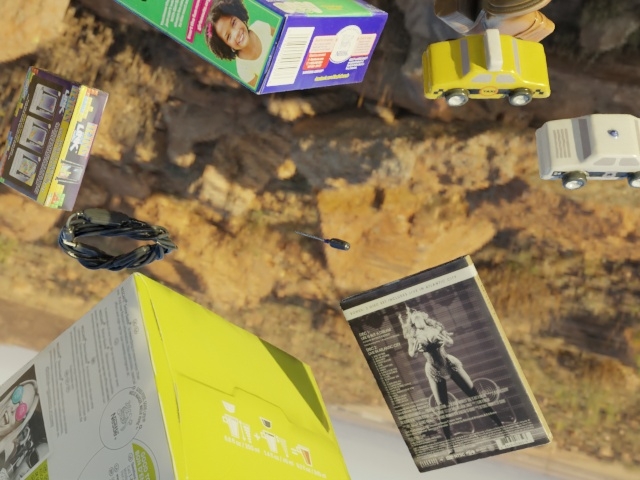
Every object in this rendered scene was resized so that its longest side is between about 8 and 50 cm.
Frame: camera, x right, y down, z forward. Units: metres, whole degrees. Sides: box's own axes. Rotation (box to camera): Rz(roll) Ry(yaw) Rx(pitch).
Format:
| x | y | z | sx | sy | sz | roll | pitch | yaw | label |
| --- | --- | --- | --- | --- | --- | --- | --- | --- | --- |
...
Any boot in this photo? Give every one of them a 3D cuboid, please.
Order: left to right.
| x | y | z | sx | sy | sz | roll | pitch | yaw | label |
| --- | --- | --- | --- | --- | --- | --- | --- | --- | --- |
| 0.389 | -0.439 | 1.790 | 0.220 | 0.109 | 0.283 | 15 | 166 | -37 | boot |

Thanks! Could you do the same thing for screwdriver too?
| x | y | z | sx | sy | sz | roll | pitch | yaw | label |
| --- | --- | --- | --- | --- | --- | --- | --- | --- | --- |
| 0.000 | 0.000 | 2.011 | 0.170 | 0.025 | 0.024 | 10 | -176 | 44 | screwdriver |

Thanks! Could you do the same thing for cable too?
| x | y | z | sx | sy | sz | roll | pitch | yaw | label |
| --- | --- | --- | --- | --- | --- | --- | --- | --- | --- |
| -0.319 | 0.009 | 1.451 | 0.185 | 0.047 | 0.150 | 8 | 145 | -18 | cable |

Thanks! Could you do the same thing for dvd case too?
| x | y | z | sx | sy | sz | roll | pitch | yaw | label |
| --- | --- | --- | --- | --- | --- | --- | --- | --- | --- |
| 0.135 | 0.141 | 1.008 | 0.165 | 0.221 | 0.018 | -22 | -174 | 30 | dvd case |

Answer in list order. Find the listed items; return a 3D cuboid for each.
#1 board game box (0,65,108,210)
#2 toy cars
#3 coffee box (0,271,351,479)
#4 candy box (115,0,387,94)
| x | y | z | sx | sy | sz | roll | pitch | yaw | label |
| --- | --- | --- | --- | --- | --- | --- | --- | --- | --- |
| -0.371 | -0.142 | 1.260 | 0.141 | 0.170 | 0.048 | 24 | -172 | 38 | board game box |
| 0.324 | -0.197 | 1.307 | 0.394 | 0.176 | 0.087 | 38 | 162 | 15 | toy cars |
| -0.183 | 0.310 | 1.091 | 0.338 | 0.334 | 0.338 | 35 | -157 | -42 | coffee box |
| -0.109 | -0.334 | 1.279 | 0.317 | 0.122 | 0.268 | 33 | -153 | 21 | candy box |
